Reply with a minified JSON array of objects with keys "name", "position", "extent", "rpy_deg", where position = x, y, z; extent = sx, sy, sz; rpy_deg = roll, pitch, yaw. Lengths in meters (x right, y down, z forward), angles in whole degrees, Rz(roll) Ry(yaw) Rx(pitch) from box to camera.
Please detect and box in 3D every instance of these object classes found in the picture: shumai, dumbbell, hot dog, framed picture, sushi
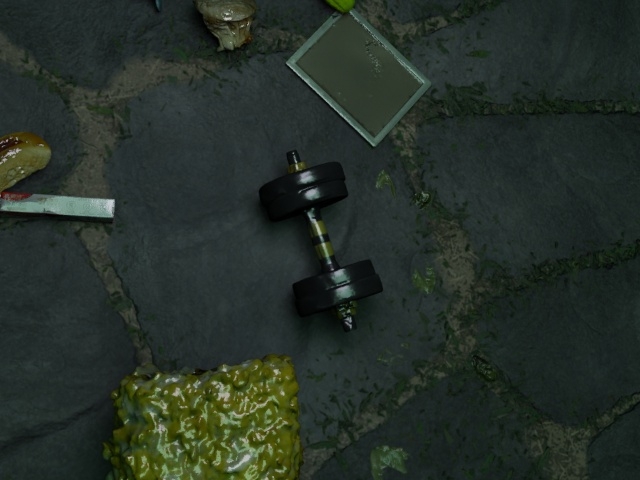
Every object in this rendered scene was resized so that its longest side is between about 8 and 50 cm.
[{"name":"shumai","position":[-0.199,-0.460,1.881],"extent":[0.145,0.145,0.116],"rpy_deg":[-10,125,-17]},{"name":"dumbbell","position":[0.000,0.000,1.817],"extent":[0.185,0.185,0.388],"rpy_deg":[-17,85,-17]},{"name":"hot dog","position":[-0.628,-0.137,1.693],"extent":[0.084,0.073,0.242],"rpy_deg":[35,57,30]},{"name":"framed picture","position":[0.087,-0.371,1.985],"extent":[0.273,0.016,0.216],"rpy_deg":[44,74,-5]},{"name":"sushi","position":[-0.213,0.331,1.595],"extent":[0.351,0.396,0.240],"rpy_deg":[-6,84,-7]}]

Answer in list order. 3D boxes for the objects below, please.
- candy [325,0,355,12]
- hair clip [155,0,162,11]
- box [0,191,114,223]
[{"name":"candy","position":[0.008,-0.595,1.961],"extent":[0.097,0.097,0.209],"rpy_deg":[-33,93,-18]},{"name":"hair clip","position":[-0.313,-0.611,1.821],"extent":[0.083,0.048,0.275],"rpy_deg":[26,114,-8]},{"name":"box","position":[-0.517,-0.064,1.751],"extent":[0.218,0.055,0.039],"rpy_deg":[3,78,-16]}]
